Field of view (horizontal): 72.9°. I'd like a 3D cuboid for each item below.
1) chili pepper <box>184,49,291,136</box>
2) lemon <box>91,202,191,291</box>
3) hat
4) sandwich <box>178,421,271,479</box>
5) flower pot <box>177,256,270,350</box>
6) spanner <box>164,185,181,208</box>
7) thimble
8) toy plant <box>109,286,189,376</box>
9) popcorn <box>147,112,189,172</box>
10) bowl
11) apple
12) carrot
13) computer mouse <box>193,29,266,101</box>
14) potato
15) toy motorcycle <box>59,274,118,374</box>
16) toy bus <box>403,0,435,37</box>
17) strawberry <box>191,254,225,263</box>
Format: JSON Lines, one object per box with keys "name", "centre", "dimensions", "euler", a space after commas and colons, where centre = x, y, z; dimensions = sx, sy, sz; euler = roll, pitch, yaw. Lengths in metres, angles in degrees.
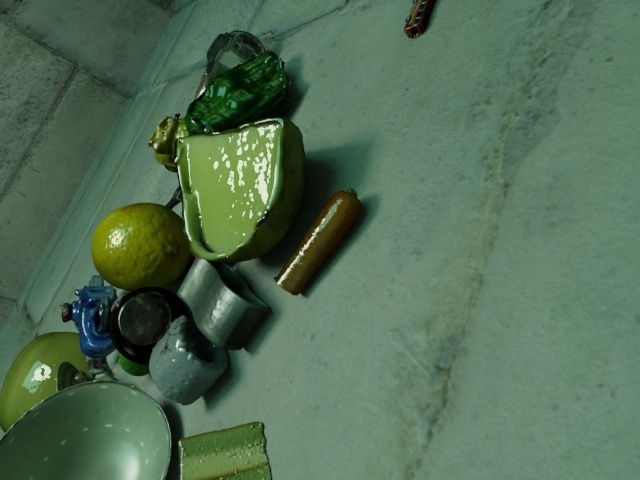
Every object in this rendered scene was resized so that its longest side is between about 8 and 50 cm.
{"name": "chili pepper", "centre": [-0.201, -0.357, 1.175], "dimensions": [0.384, 0.213, 0.167], "euler": [-57, -10, -28]}
{"name": "lemon", "centre": [-0.474, 0.018, 1.159], "dimensions": [0.267, 0.267, 0.267], "euler": [-26, 49, 34]}
{"name": "hat", "centre": [-0.547, 0.400, 1.081], "dimensions": [0.110, 0.251, 0.252], "euler": [-21, 36, -18]}
{"name": "sandwich", "centre": [-0.172, 0.421, 0.758], "dimensions": [0.117, 0.144, 0.187], "euler": [-108, 23, -44]}
{"name": "flower pot", "centre": [-0.208, 0.127, 0.913], "dimensions": [0.229, 0.103, 0.108], "euler": [36, 96, 49]}
{"name": "spanner", "centre": [-0.544, -0.092, 1.484], "dimensions": [0.316, 0.024, 0.087], "euler": [-42, 40, 22]}
{"name": "thimble", "centre": [-0.270, 0.244, 0.885], "dimensions": [0.118, 0.127, 0.151], "euler": [-47, 35, 12]}
{"name": "toy plant", "centre": [-0.405, 0.211, 1.029], "dimensions": [0.235, 0.176, 0.217], "euler": [125, 169, -67]}
{"name": "popcorn", "centre": [-0.435, -0.308, 1.369], "dimensions": [0.218, 0.189, 0.169], "euler": [-15, 58, 43]}
{"name": "bowl", "centre": [-0.468, 0.475, 0.880], "dimensions": [0.157, 0.338, 0.337], "euler": [99, 163, -46]}
{"name": "apple", "centre": [-0.855, 0.481, 1.391], "dimensions": [0.320, 0.312, 0.360], "euler": [97, -177, -64]}
{"name": "carrot", "centre": [0.000, 0.000, 0.804], "dimensions": [0.225, 0.067, 0.067], "euler": [-53, 39, 10]}
{"name": "computer mouse", "centre": [-0.277, -0.466, 1.325], "dimensions": [0.115, 0.200, 0.388], "euler": [-18, 51, 65]}
{"name": "potato", "centre": [-0.145, -0.088, 0.940], "dimensions": [0.331, 0.213, 0.279], "euler": [-1, 83, 36]}
{"name": "toy motorcycle", "centre": [-0.641, 0.244, 1.285], "dimensions": [0.182, 0.240, 0.319], "euler": [-25, 25, -23]}
{"name": "toy bus", "centre": [0.212, -0.483, 0.918], "dimensions": [0.043, 0.031, 0.110], "euler": [9, 72, 42]}
{"name": "strawberry", "centre": [-0.255, 0.007, 1.055], "dimensions": [0.145, 0.086, 0.145], "euler": [-27, 46, 33]}
